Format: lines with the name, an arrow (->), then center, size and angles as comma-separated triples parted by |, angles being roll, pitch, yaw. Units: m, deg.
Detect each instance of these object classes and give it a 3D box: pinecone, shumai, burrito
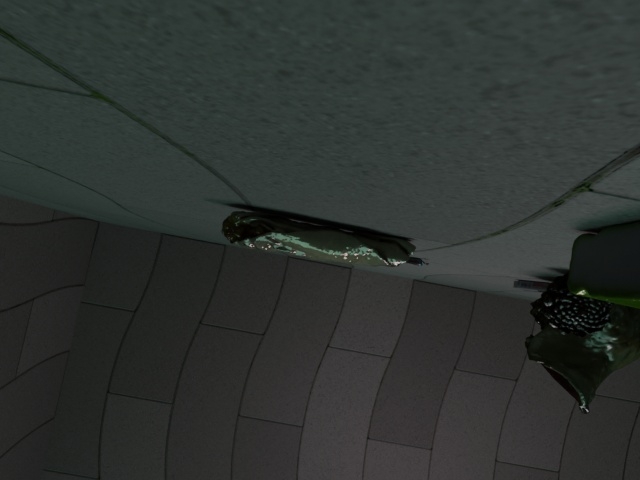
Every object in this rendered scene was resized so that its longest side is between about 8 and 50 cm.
pinecone -> 0.547, 0.134, 0.984 | 0.140, 0.140, 0.120 | 8, -158, 26
shumai -> 0.681, 0.285, 1.146 | 0.329, 0.289, 0.291 | 20, 151, -34
burrito -> 0.000, 0.000, 0.914 | 0.391, 0.076, 0.117 | 9, 169, -10

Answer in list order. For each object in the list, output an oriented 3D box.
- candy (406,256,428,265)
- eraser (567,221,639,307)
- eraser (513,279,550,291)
candy -> 0.271, 0.060, 1.318 | 0.083, 0.020, 0.030 | 10, 175, 29
eraser -> 0.434, 0.048, 0.451 | 0.274, 0.092, 0.210 | 12, 176, -1
eraser -> 0.653, 0.141, 1.393 | 0.052, 0.029, 0.122 | 13, 175, -25
